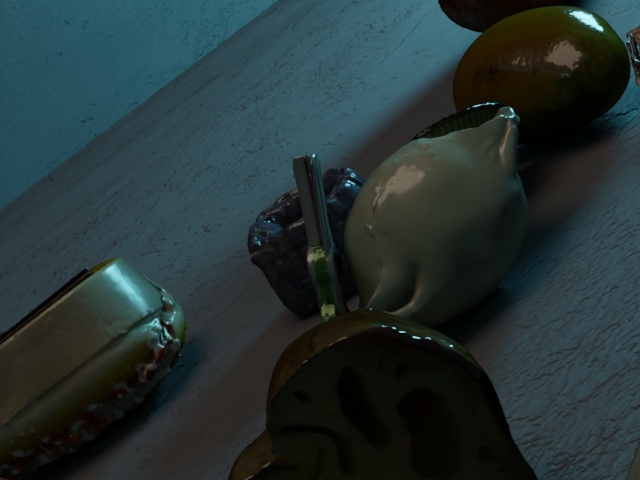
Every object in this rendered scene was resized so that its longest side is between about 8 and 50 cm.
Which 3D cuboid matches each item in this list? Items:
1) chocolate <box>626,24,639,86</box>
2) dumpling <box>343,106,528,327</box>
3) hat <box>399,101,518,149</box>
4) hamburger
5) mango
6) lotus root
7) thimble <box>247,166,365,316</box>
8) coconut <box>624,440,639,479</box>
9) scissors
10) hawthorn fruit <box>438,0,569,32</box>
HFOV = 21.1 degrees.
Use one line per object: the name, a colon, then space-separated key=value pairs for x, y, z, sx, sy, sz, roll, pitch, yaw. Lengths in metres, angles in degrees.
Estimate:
chocolate: x=0.434 y=-0.236 z=1.577 sx=0.329 sy=0.065 sz=0.102 roll=-29 pitch=48 yaw=24
dumpling: x=0.096 y=0.000 z=1.502 sx=0.258 sy=0.147 sz=0.193 roll=-58 pitch=-6 yaw=-22
hat: x=0.132 y=-0.038 z=1.642 sx=0.193 sy=0.082 sz=0.193 roll=-31 pitch=-23 yaw=-15
hamburger: x=-0.283 y=0.145 z=1.862 sx=0.295 sy=0.151 sz=0.227 roll=-39 pitch=9 yaw=6
mango: x=0.226 y=-0.167 z=1.722 sx=0.221 sy=0.120 sz=0.151 roll=-10 pitch=38 yaw=53
lotus root: x=0.023 y=0.132 z=1.132 sx=0.188 sy=0.199 sz=0.180 roll=-29 pitch=20 yaw=0
thimble: x=0.001 y=-0.001 z=1.762 sx=0.150 sy=0.098 sz=0.150 roll=-33 pitch=15 yaw=10
coconut: x=0.216 y=0.134 z=0.909 sx=0.110 sy=0.110 sz=0.124 roll=-20 pitch=24 yaw=45
scissors: x=0.006 y=0.028 z=1.465 sx=0.027 sy=0.204 sz=0.101 roll=-11 pitch=4 yaw=9
hawthorn fruit: x=0.224 y=-0.385 z=2.148 sx=0.284 sy=0.284 sz=0.284 roll=-33 pitch=16 yaw=11
